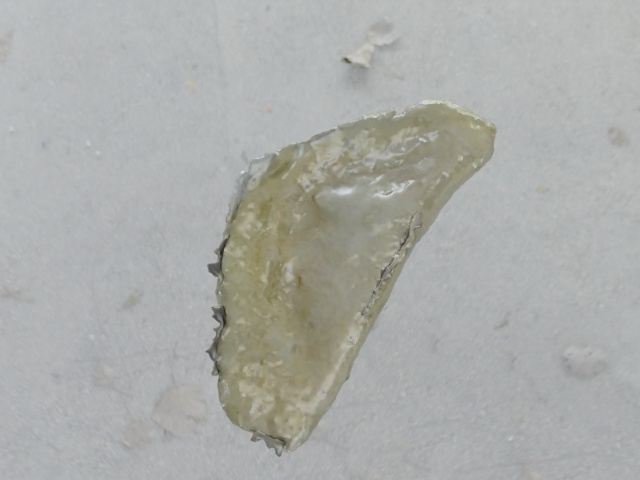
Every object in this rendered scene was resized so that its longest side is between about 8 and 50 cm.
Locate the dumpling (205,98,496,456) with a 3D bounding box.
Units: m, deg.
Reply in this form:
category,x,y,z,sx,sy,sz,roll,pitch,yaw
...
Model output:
category,x,y,z,sx,sy,sz,roll,pitch,yaw
dumpling,0.003,0.003,0.689,0.166,0.086,0.332,32,73,13
